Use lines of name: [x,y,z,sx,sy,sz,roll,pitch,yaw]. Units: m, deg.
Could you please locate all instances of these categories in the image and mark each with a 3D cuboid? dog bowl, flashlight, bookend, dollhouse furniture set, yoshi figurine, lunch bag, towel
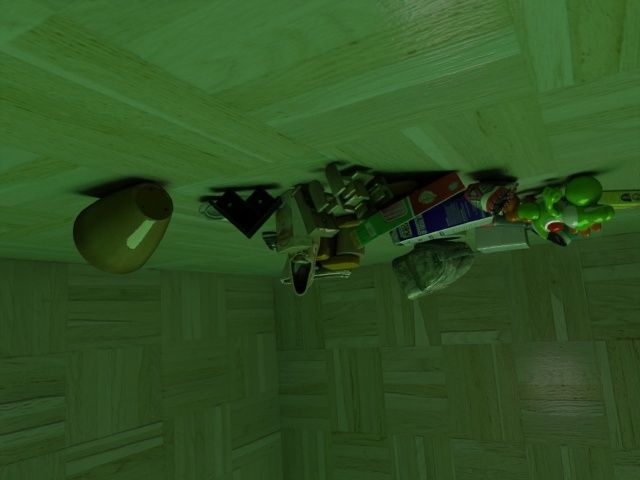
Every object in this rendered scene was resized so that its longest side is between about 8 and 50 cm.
dog bowl: [0.463,-0.046,2.075,0.349,0.102,0.349,-5,175,0]
flashlight: [0.731,-0.092,1.923,0.304,0.103,0.103,2,165,-6]
bookend: [-0.225,-0.115,1.469,0.157,0.156,0.072,-48,173,-7]
dollhouse furniture set: [0.046,-0.142,1.421,0.212,0.161,0.242,4,146,-43]
yoshi figurine: [0.837,-0.141,1.685,0.203,0.203,0.362,46,163,-23]
lunch bag: [0.505,0.108,2.110,0.256,0.212,0.305,-32,163,38]
towel: [-0.002,0.072,2.223,0.317,0.053,0.331,-6,-147,14]

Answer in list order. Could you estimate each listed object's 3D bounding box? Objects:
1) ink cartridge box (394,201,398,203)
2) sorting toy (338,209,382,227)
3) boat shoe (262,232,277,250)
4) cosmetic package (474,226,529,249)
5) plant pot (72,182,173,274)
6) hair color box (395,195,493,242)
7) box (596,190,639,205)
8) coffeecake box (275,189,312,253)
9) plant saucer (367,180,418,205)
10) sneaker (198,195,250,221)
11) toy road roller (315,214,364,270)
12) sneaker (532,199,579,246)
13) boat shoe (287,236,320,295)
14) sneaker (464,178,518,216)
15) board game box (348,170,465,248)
ink cartridge box: [0.326,-0.136,1.765,0.063,0.029,0.115,0,171,-22]
sorting toy: [0.211,-0.095,1.851,0.196,0.047,0.348,-11,179,44]
boat shoe: [-0.219,0.012,2.308,0.080,0.073,0.223,-6,171,10]
cosmetic package: [0.888,-0.024,2.361,0.225,0.138,0.224,-10,169,25]
plant pot: [-0.539,-0.055,1.386,0.254,0.237,0.237,-29,157,37]
hair color box: [0.455,-0.077,1.792,0.339,0.110,0.185,-18,170,15]
box: [1.147,-0.157,1.895,0.232,0.058,0.087,-3,170,-10]
coffeecake box: [-0.092,-0.059,1.579,0.068,0.185,0.142,0,169,-26]
plant saucer: [0.218,-0.146,1.543,0.200,0.037,0.200,-12,175,-1]
sneaker: [-0.282,-0.104,1.598,0.235,0.090,0.095,2,-178,-16]
toy road roller: [0.000,0.000,1.973,0.330,0.202,0.241,-8,159,33]
sneaker: [0.967,-0.104,1.987,0.178,0.124,0.295,-41,-150,2]
boat shoe: [-0.064,0.047,1.831,0.122,0.341,0.110,1,-154,5]
sneaker: [0.561,-0.155,1.566,0.112,0.120,0.299,31,-162,25]
board game box: [0.262,-0.090,1.512,0.317,0.064,0.242,-29,177,-15]
